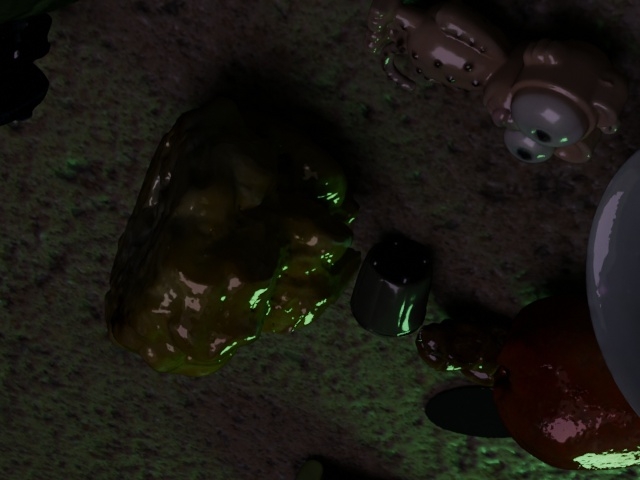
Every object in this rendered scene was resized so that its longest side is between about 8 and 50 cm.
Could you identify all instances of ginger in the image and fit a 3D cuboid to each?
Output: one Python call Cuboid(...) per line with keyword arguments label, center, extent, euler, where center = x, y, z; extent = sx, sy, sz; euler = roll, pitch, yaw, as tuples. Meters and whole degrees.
Cuboid(label="ginger", center=(0.186, 0.131, 1.998), extent=(0.162, 0.073, 0.103), euler=(15, 158, -17))

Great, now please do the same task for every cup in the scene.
Cuboid(label="cup", center=(0.441, 0.046, 1.558), extent=(0.347, 0.163, 0.347), euler=(21, 118, 48))

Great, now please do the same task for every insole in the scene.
Cuboid(label="insole", center=(0.269, 0.218, 2.107), extent=(0.322, 0.007, 0.109), euler=(-15, 128, 41))

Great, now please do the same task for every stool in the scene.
Cuboid(label="stool", center=(0.089, 0.057, 1.954), extent=(0.096, 0.096, 0.110), euler=(20, 137, 9))

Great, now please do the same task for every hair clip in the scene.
Cuboid(label="hair clip", center=(-0.431, -0.249, 1.812), extent=(0.310, 0.206, 0.194), euler=(14, 136, 24))

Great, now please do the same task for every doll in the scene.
Cuboid(label="doll", center=(0.173, -0.169, 1.621), extent=(0.278, 0.119, 0.154), euler=(23, 157, 15))

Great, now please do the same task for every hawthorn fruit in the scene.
Cuboid(label="hawthorn fruit", center=(0.342, 0.165, 1.846), extent=(0.299, 0.211, 0.211), euler=(1, 137, 17))

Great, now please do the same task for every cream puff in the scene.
Cuboid(label="cream puff", center=(-0.084, 0.013, 1.818), extent=(0.257, 0.324, 0.291), euler=(16, 117, -18))

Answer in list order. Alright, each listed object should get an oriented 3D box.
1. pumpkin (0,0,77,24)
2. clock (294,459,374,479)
Cuboid(label="pumpkin", center=(-0.299, -0.402, 1.365), extent=(0.344, 0.454, 0.454), euler=(15, 144, 38))
Cuboid(label="clock", center=(0.099, 0.455, 2.416), extent=(0.308, 0.096, 0.235), euler=(15, 140, 15))
